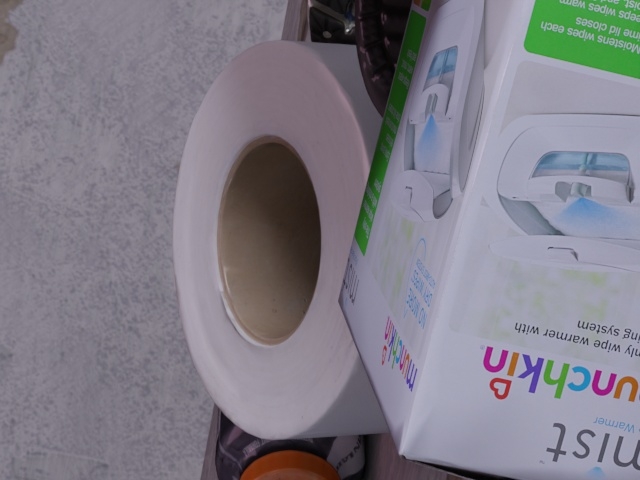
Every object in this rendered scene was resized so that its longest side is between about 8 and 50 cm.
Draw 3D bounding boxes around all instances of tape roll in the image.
[{"bbox_3d":[0.000,0.000,1.234,0.286,0.100,0.286,2,92,57],"label":"tape roll"}]

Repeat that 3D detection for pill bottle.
[{"bbox_3d":[-0.026,0.160,1.511,0.246,0.130,0.130,-92,15,-58],"label":"pill bottle"}]

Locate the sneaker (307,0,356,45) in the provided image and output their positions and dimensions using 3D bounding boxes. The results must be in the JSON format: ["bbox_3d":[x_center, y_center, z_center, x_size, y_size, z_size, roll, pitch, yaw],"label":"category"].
[{"bbox_3d":[0.084,-0.281,1.332,0.147,0.129,0.330,-133,68,-81],"label":"sneaker"}]

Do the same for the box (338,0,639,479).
[{"bbox_3d":[0.106,-0.029,0.836,0.262,0.126,0.231,-112,36,-75],"label":"box"}]

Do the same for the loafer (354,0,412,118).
[{"bbox_3d":[0.127,-0.219,1.056,0.130,0.133,0.366,51,-125,-65],"label":"loafer"}]
